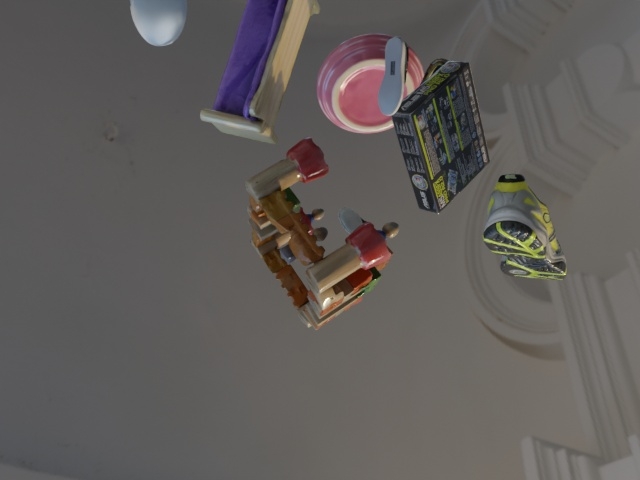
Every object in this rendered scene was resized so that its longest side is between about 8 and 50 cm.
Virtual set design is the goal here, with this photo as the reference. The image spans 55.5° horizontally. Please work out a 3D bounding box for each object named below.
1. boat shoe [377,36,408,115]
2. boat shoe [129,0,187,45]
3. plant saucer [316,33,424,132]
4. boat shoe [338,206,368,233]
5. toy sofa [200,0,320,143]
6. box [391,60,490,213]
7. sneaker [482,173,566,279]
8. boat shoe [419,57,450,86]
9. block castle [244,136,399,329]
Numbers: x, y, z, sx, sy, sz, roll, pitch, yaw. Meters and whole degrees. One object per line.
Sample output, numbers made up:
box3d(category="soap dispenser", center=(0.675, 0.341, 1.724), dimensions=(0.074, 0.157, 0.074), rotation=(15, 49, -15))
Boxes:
box3d(category="boat shoe", center=(0.141, -0.304, 1.132), dimensions=(0.049, 0.142, 0.040), rotation=(14, -164, 31))
box3d(category="boat shoe", center=(-0.334, -0.531, 1.166), dimensions=(0.113, 0.306, 0.104), rotation=(-17, -130, -9))
box3d(category="plant saucer", center=(0.155, -0.456, 1.850), dimensions=(0.332, 0.332, 0.084), rotation=(21, -141, -24))
box3d(category="boat shoe", center=(0.092, -0.028, 1.391), dimensions=(0.125, 0.046, 0.038), rotation=(40, -169, 9))
box3d(category="toy sofa", center=(-0.135, -0.410, 1.325), dimensions=(0.150, 0.177, 0.362), rotation=(15, -96, 15))
box3d(category="box", center=(0.276, -0.229, 1.365), dimensions=(0.216, 0.060, 0.270), rotation=(-43, -50, -23))
box3d(category="sneaker", center=(0.452, -0.014, 1.308), dimensions=(0.385, 0.145, 0.147), rotation=(41, -124, -58))
box3d(category="boat shoe", center=(0.283, -0.338, 1.648), dimensions=(0.111, 0.307, 0.104), rotation=(16, -160, 16))
box3d(category="block castle", center=(0.000, 0.000, 1.345), dimensions=(0.213, 0.453, 0.303), rotation=(-32, -103, -14))
